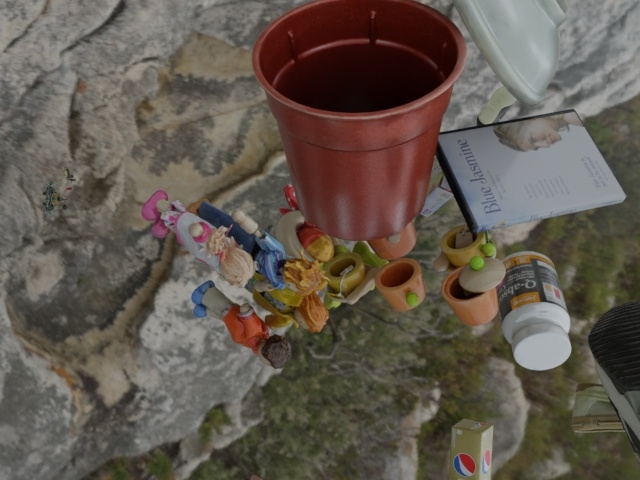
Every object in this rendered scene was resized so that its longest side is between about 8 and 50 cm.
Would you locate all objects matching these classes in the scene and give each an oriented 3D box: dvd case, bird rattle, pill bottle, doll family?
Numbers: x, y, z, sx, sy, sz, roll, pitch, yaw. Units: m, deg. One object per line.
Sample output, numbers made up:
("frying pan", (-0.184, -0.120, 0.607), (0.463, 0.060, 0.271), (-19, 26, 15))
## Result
("dvd case", (0.312, -0.111, 1.099), (0.253, 0.180, 0.022), (-12, 150, -12))
("bird rattle", (0.000, 0.000, 1.332), (0.253, 0.143, 0.207), (59, 28, 5))
("pill bottle", (0.520, 0.170, 1.775), (0.162, 0.278, 0.162), (2, 129, 2))
("doll family", (-0.066, 0.030, 0.766), (0.118, 0.163, 0.263), (-47, 149, -22))

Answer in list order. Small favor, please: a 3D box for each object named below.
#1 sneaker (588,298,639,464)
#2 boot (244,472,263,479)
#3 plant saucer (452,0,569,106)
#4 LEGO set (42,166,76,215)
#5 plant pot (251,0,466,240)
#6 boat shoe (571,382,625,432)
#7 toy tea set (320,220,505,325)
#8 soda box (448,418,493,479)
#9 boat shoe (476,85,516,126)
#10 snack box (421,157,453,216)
("sneaker", (0.291, 0.155, 0.553), (0.330, 0.123, 0.146), (-65, 138, -66))
("boot", (-0.118, 0.505, 1.341), (0.106, 0.037, 0.114), (30, 68, -10))
("plant saucer", (0.270, -0.395, 1.046), (0.400, 0.101, 0.400), (38, 40, -42))
("LEGO set", (-0.380, -0.068, 1.036), (0.083, 0.024, 0.054), (-69, 157, -54))
("plant pot", (0.056, -0.158, 1.016), (0.272, 0.272, 0.265), (-37, 146, -24))
("boat shoe", (0.314, 0.170, 0.668), (0.056, 0.153, 0.048), (50, 52, -64))
("toy tea set", (0.139, 0.010, 1.089), (0.200, 0.336, 0.124), (-49, 128, -29))
("soda box", (0.263, 0.413, 1.271), (0.061, 0.058, 0.181), (-4, 97, -57))
("boat shoe", (0.394, -0.298, 1.612), (0.133, 0.049, 0.042), (-46, 166, -17))
("snack box", (0.215, -0.110, 1.291), (0.037, 0.141, 0.100), (24, 72, -5))
